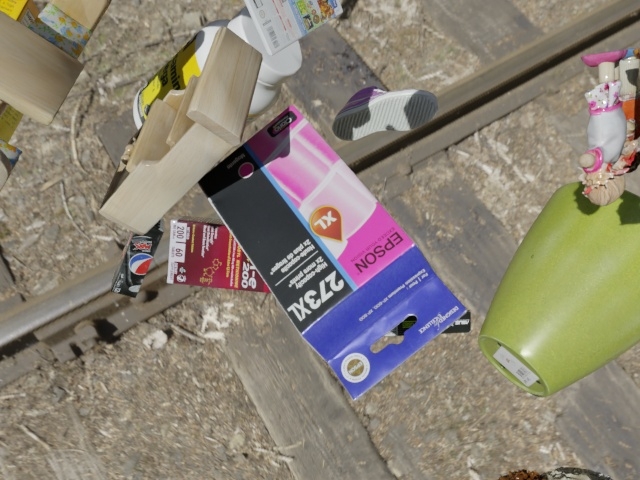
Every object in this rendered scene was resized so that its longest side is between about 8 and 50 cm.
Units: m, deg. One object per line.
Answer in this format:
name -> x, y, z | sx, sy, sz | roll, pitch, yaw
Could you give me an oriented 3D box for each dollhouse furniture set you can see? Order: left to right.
dollhouse furniture set -> -0.310, -0.210, 0.740 | 0.394, 0.256, 0.362 | 32, 43, -27

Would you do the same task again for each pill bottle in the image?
pill bottle -> -0.197, -0.295, 1.177 | 0.188, 0.334, 0.188 | 24, 54, -38

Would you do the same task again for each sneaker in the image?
sneaker -> 0.170, -0.349, 1.544 | 0.282, 0.102, 0.161 | -4, 40, 32

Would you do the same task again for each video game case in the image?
video game case -> -0.033, -0.298, 0.768 | 0.122, 0.087, 0.011 | -37, 32, -20

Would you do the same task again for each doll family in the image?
doll family -> 0.330, -0.106, 0.600 | 0.118, 0.163, 0.263 | 1, 16, 33

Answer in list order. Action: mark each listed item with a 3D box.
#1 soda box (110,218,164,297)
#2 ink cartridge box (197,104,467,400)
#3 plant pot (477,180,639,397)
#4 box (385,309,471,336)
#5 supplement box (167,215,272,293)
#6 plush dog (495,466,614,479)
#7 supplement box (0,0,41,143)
soda box -> -0.367, 0.030, 1.235 | 0.053, 0.169, 0.060 | 18, 25, -23
ink cartridge box -> 0.000, 0.000, 0.792 | 0.175, 0.069, 0.371 | -39, 63, 1
plant pot -> 0.403, 0.101, 1.002 | 0.275, 0.275, 0.293 | 42, 74, 17
box -> 0.144, 0.134, 1.111 | 0.190, 0.184, 0.045 | 0, 90, -15
supplement box -> -0.176, 0.029, 1.231 | 0.239, 0.073, 0.130 | 5, 99, -1
plush dog -> 0.298, 0.333, 0.698 | 0.262, 0.225, 0.211 | 11, 54, 15
supplement box -> -0.703, -0.323, 1.214 | 0.195, 0.194, 0.357 | 22, 78, -1
